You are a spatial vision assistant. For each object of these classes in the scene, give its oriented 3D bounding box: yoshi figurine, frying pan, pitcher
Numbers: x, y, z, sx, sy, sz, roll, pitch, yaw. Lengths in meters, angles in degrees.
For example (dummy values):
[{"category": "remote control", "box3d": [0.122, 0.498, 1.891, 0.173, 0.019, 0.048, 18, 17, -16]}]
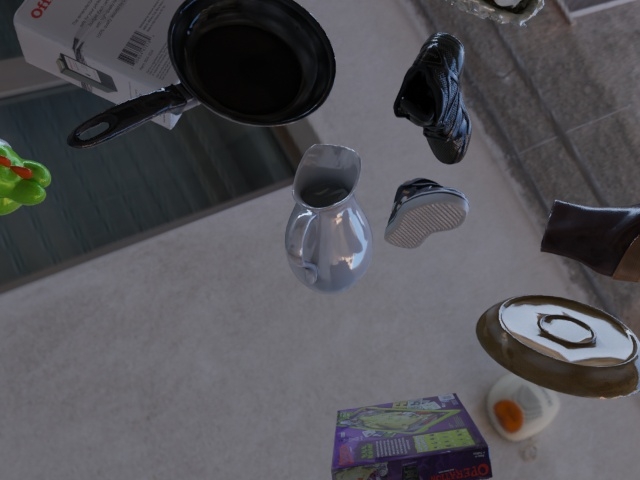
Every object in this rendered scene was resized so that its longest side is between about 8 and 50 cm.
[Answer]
[{"category": "yoshi figurine", "box3d": [-0.687, -0.136, 1.467, 0.204, 0.362, 0.203, -65, -160, 10]}, {"category": "frying pan", "box3d": [-0.106, -0.161, 0.888, 0.197, 0.326, 0.053, 31, -30, -3]}, {"category": "pitcher", "box3d": [0.000, 0.000, 1.096, 0.125, 0.178, 0.207, 17, -37, 17]}]

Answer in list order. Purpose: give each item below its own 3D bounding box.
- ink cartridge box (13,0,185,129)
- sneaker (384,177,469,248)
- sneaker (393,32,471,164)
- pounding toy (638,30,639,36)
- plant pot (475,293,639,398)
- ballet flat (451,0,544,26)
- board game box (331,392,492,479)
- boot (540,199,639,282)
[{"category": "ink cartridge box", "box3d": [-0.317, -0.336, 1.296, 0.272, 0.198, 0.115, 25, -24, 1]}, {"category": "sneaker", "box3d": [0.228, -0.082, 1.743, 0.126, 0.128, 0.321, 21, -19, -12]}, {"category": "sneaker", "box3d": [0.168, -0.186, 1.218, 0.087, 0.130, 0.228, 22, -34, 28]}, {"category": "pounding toy", "box3d": [0.354, -0.249, 0.743, 0.100, 0.130, 0.141, 26, -73, 8]}, {"category": "plant pot", "box3d": [0.329, 0.130, 1.077, 0.236, 0.236, 0.032, 28, -58, 38]}, {"category": "ballet flat", "box3d": [0.163, -0.373, 0.947, 0.147, 0.409, 0.147, -11, -108, 36]}, {"category": "board game box", "box3d": [0.123, 0.295, 1.187, 0.347, 0.208, 0.056, -11, 96, -87]}, {"category": "boot", "box3d": [0.519, -0.044, 1.425, 0.206, 0.248, 0.090, 20, -33, 16]}]
